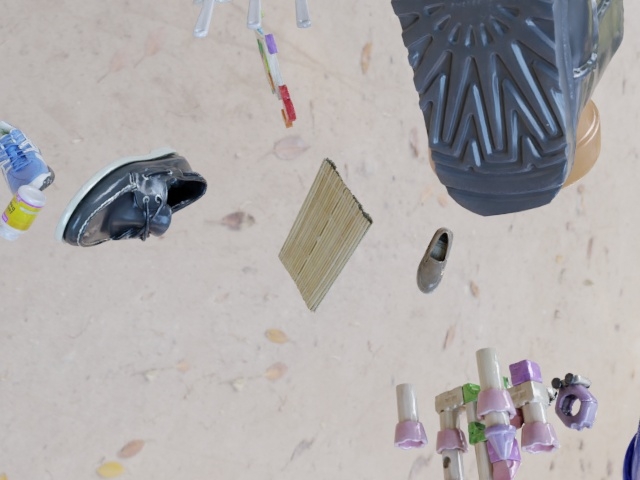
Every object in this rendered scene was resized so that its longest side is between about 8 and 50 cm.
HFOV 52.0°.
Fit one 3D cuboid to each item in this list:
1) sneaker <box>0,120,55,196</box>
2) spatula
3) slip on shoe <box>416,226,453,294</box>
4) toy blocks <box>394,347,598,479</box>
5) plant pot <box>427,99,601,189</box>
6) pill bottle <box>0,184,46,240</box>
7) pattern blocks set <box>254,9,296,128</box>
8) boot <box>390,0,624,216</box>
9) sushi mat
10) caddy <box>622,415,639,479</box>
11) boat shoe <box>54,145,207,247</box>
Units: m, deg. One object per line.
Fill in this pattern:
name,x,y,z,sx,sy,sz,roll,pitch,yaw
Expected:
sneaker,-0.508,-0.132,1.095,0.080,0.211,0.081,-39,134,-12
spatula,-0.086,-0.303,0.835,0.242,0.168,0.019,-94,180,-53
slip on shoe,0.220,0.040,1.259,0.041,0.051,0.135,-32,145,-80
toy blocks,0.338,0.391,1.241,0.308,0.288,0.260,20,52,-30
plant pot,0.314,-0.236,1.087,0.291,0.290,0.204,-48,139,-33
pill bottle,-0.455,-0.040,0.995,0.043,0.043,0.083,21,115,-48
pattern blocks set,-0.111,-0.391,1.468,0.026,0.325,0.286,-17,101,-3
boot,0.205,-0.282,0.598,0.445,0.146,0.367,-46,136,-45
sushi mat,0.000,0.000,1.221,0.019,0.151,0.317,-15,153,-31
caddy,0.399,0.155,0.510,0.341,0.241,0.179,-25,120,-26
boat shoe,-0.278,-0.057,1.038,0.127,0.113,0.340,-58,178,20
